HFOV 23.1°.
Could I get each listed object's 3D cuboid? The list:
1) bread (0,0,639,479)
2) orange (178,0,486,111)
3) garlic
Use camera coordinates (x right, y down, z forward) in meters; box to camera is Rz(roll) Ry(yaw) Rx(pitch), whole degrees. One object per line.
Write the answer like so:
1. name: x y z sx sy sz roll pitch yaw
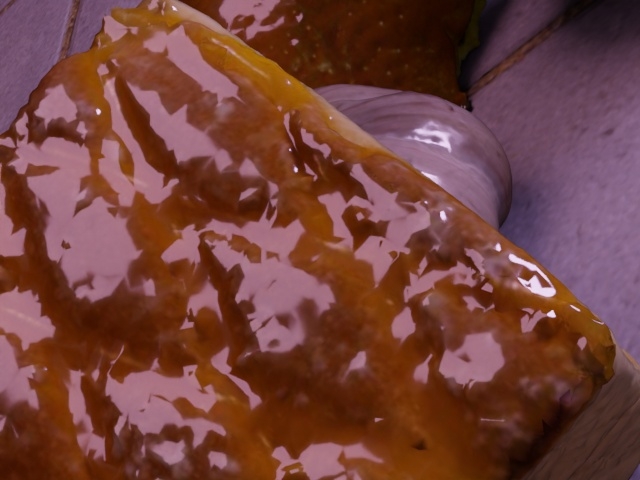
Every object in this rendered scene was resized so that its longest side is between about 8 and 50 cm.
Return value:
1. bread: -0.039 0.084 0.678 0.279 0.207 0.279 37 91 26
2. orange: -0.012 -0.162 1.123 0.334 0.196 0.262 -67 17 -15
3. garlic: -0.001 0.003 0.897 0.228 0.152 0.228 -42 23 22
